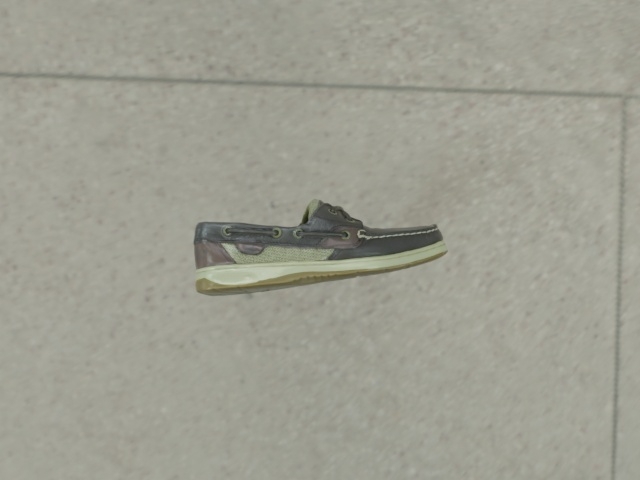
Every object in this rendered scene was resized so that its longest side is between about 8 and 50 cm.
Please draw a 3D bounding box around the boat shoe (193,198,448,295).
[{"bbox_3d":[-0.001,0.000,1.190,0.224,0.080,0.073,-8,88,-9],"label":"boat shoe"}]
